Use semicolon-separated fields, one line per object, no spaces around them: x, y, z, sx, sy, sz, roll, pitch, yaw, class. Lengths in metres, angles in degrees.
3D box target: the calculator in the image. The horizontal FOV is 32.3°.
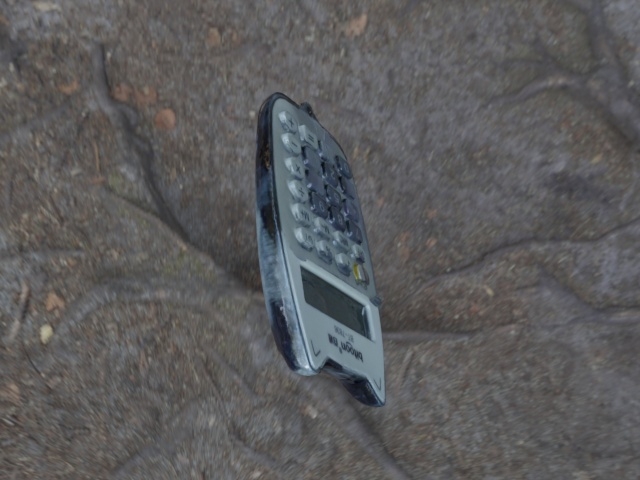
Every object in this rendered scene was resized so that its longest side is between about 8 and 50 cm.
0.000;0.000;0.925;0.040;0.177;0.268;-15;63;24;calculator
